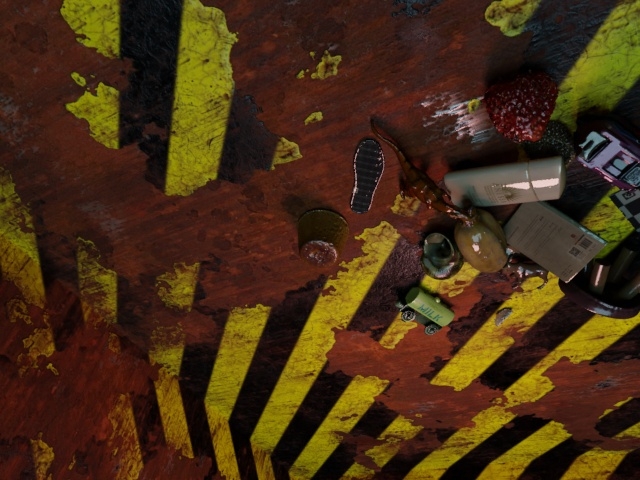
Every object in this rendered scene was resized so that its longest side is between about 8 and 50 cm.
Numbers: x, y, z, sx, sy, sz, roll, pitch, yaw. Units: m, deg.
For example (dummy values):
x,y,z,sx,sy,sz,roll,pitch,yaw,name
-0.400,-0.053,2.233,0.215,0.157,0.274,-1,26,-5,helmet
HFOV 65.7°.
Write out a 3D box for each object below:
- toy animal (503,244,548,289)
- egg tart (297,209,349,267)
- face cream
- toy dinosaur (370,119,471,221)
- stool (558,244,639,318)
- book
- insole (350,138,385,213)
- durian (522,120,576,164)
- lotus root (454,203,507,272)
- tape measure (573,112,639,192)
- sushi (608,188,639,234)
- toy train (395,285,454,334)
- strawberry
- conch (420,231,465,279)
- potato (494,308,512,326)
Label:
x,y,z,sx,sy,sz,roll,pitch,yaw,name
0.733,0.097,1.828,0.214,0.093,0.186,-2,142,13,toy animal
0.000,0.000,1.821,0.203,0.147,0.202,6,132,7,egg tart
0.574,-0.173,1.533,0.349,0.081,0.173,-4,145,35,face cream
0.299,-0.192,1.594,0.432,0.208,0.097,43,89,9,toy dinosaur
0.981,0.124,1.695,0.272,0.272,0.178,10,120,1,stool
0.767,-0.007,1.662,0.283,0.025,0.214,39,135,15,book
0.152,-0.211,1.686,0.110,0.012,0.309,10,134,-1,insole
0.699,-0.267,1.477,0.189,0.091,0.148,15,134,-6,durian
0.528,-0.009,1.657,0.152,0.169,0.343,-12,145,31,lotus root
0.812,-0.251,1.379,0.245,0.231,0.149,35,126,0,tape measure
1.173,-0.113,1.556,0.343,0.064,0.359,37,128,-23,sushi
0.436,0.286,2.054,0.253,0.105,0.157,32,117,-21,toy train
0.550,-0.360,1.350,0.187,0.201,0.184,6,155,-21,strawberry
0.440,0.050,1.812,0.181,0.124,0.187,-22,98,41,conch
0.758,0.312,2.062,0.037,0.036,0.093,44,114,18,potato
